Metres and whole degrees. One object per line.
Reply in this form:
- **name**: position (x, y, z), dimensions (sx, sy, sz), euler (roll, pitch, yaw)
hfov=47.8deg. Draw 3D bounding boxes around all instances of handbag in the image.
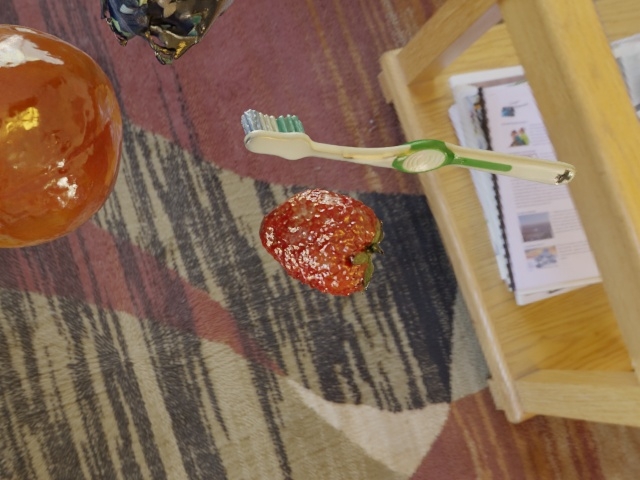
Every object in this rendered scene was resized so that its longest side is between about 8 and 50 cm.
- **handbag**: position (-0.130, -0.304, 0.715), dimensions (0.113, 0.162, 0.260), euler (27, 60, 7)

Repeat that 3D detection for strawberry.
- **strawberry**: position (0.003, 0.001, 0.900), dimensions (0.148, 0.131, 0.131), euler (15, 77, -14)

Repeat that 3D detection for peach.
- **peach**: position (-0.474, -0.148, 1.111), dimensions (0.342, 0.343, 0.302), euler (10, 39, -13)

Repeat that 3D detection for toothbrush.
- **toothbrush**: position (0.082, -0.061, 0.542), dimensions (0.303, 0.030, 0.030), euler (4, 79, -29)
